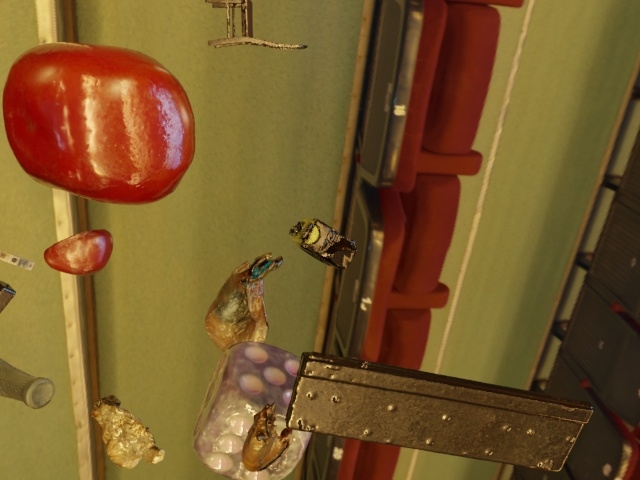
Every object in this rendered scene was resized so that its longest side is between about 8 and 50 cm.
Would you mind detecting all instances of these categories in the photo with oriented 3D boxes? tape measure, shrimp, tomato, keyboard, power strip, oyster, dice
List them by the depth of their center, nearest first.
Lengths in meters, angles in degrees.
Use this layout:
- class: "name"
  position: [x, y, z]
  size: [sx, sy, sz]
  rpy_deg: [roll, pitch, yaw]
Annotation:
- class: "keyboard"
  position: [0.123, 0.178, 0.561]
  size: [0.309, 0.018, 0.101]
  rpy_deg: [11, 114, -6]
- class: "power strip"
  position: [-0.549, 0.117, 0.887]
  size: [0.111, 0.037, 0.029]
  rpy_deg: [-56, 148, -11]
- class: "tomato"
  position: [-0.395, -0.210, 0.990]
  size: [0.289, 0.324, 0.293]
  rpy_deg: [-33, 138, -58]
- class: "shrimp"
  position: [-0.103, 0.371, 1.083]
  size: [0.117, 0.066, 0.262]
  rpy_deg: [-28, 146, -42]
- class: "oyster"
  position: [-0.396, 0.397, 1.102]
  size: [0.190, 0.081, 0.164]
  rpy_deg: [6, 121, 26]
- class: "tomato"
  position: [-0.574, 0.043, 1.310]
  size: [0.159, 0.139, 0.091]
  rpy_deg: [-21, 80, -6]
- class: "dice"
  position: [-0.175, 0.458, 1.463]
  size: [0.270, 0.271, 0.270]
  rpy_deg: [23, 115, -12]
- class: "tape measure"
  position: [0.000, 0.000, 1.638]
  size: [0.199, 0.186, 0.112]
  rpy_deg: [35, 83, -21]
- class: "shrimp"
  position: [-0.240, 0.214, 1.744]
  size: [0.221, 0.110, 0.446]
  rpy_deg: [36, 123, 10]

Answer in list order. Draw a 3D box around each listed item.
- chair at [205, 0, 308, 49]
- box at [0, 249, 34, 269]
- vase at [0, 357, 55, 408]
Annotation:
- class: "chair"
  position: [-0.134, -0.469, 1.177]
  size: [0.212, 0.084, 0.102]
  rpy_deg: [0, 107, 1]
- class: "box"
  position: [-0.758, 0.047, 1.342]
  size: [0.054, 0.083, 0.024]
  rpy_deg: [16, 77, 14]
- class: "vase"
  position: [-0.767, 0.360, 1.363]
  size: [0.096, 0.219, 0.096]
  rpy_deg: [-22, 115, -60]
